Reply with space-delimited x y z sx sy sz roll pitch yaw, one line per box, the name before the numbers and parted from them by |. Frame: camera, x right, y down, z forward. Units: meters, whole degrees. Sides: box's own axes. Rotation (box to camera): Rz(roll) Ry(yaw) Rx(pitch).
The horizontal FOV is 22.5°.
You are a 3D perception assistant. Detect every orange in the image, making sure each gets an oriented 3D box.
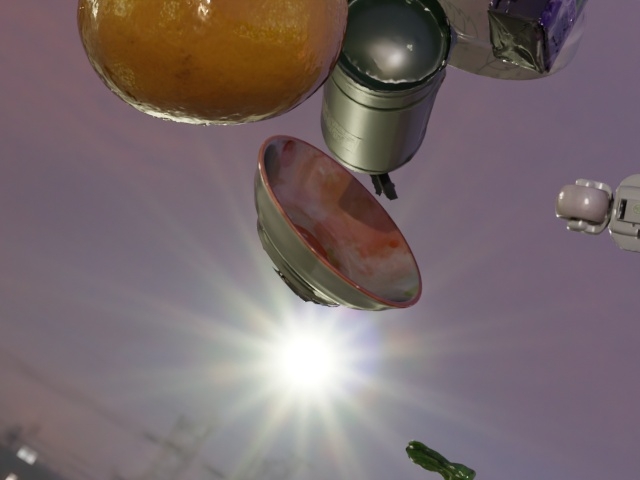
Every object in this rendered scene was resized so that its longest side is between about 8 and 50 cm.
orange | -0.063 -0.139 0.937 0.159 0.159 0.136 18 -63 43

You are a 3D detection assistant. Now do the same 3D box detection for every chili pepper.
chili pepper | 0.129 0.244 1.736 0.091 0.030 0.034 28 16 19

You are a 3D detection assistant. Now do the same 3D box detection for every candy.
candy | 0.245 -0.296 1.453 0.061 0.312 0.088 24 -18 19

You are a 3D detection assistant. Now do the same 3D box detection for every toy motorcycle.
toy motorcycle | 0.446 -0.031 2.181 0.254 0.112 0.112 10 -21 18

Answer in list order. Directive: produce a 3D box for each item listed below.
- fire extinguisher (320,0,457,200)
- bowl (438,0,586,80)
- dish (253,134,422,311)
fire extinguisher | 0.047 -0.113 1.274 0.294 0.093 0.118 95 -22 -76
bowl | 0.227 -0.353 2.118 0.287 0.287 0.144 28 -50 13
dish | 0.000 0.000 1.893 0.260 0.085 0.260 39 23 -20
